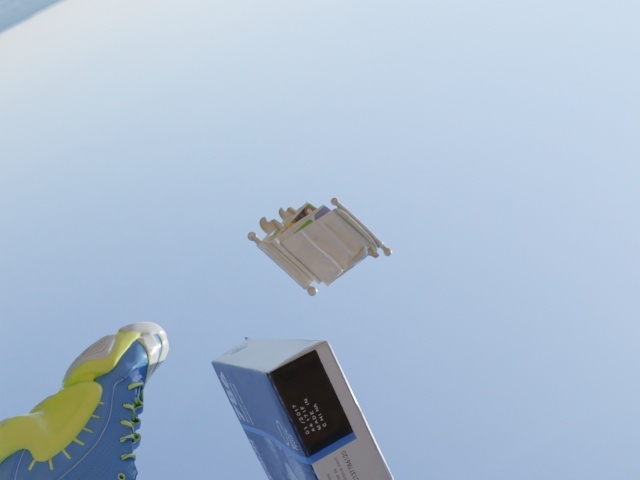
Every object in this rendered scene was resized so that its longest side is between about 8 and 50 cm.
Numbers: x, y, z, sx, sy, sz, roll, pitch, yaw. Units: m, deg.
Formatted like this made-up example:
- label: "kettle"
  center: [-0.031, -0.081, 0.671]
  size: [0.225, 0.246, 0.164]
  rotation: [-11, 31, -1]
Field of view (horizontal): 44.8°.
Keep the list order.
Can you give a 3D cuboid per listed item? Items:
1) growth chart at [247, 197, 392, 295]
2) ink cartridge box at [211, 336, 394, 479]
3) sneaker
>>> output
- label: "growth chart"
  center: [0.000, 0.000, 1.332]
  size: [0.237, 0.172, 0.021]
  rotation: [-28, 159, -44]
- label: "ink cartridge box"
  center: [-0.032, 0.181, 0.770]
  size: [0.065, 0.165, 0.332]
  rotation: [-27, -179, -17]
- label: "sneaker"
  center: [-0.179, 0.167, 0.629]
  size: [0.240, 0.126, 0.091]
  rotation: [-42, 167, -47]
